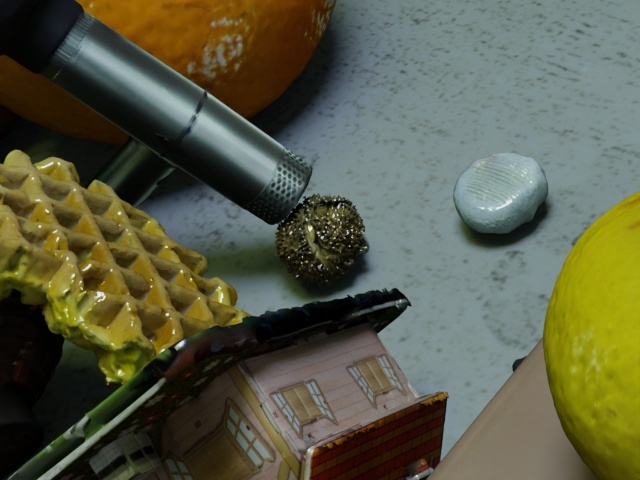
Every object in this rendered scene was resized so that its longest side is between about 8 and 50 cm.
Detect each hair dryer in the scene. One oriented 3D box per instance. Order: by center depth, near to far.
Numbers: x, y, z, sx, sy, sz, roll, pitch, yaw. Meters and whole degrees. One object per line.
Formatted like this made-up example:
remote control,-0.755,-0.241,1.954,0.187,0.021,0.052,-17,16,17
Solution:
hair dryer,-0.212,-0.070,1.165,0.284,0.320,0.156,-38,25,21

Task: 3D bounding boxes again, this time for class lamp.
lamp,-0.315,0.081,1.092,0.246,0.247,0.247,-12,38,10

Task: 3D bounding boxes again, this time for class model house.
model house,-0.033,0.154,0.920,0.207,0.294,0.154,-41,75,25

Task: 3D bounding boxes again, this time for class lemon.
lemon,0.197,0.057,0.725,0.170,0.170,0.207,-18,31,2

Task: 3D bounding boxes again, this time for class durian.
durian,0.000,0.000,1.190,0.080,0.080,0.091,-27,-2,-10

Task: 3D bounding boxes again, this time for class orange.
orange,-0.176,-0.291,1.354,0.423,0.326,0.424,15,42,-14

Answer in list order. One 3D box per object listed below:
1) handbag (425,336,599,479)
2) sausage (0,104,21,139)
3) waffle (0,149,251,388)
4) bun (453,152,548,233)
handbag,0.192,0.191,0.809,0.283,0.149,0.302,15,47,39
sausage,-0.403,-0.138,1.465,0.279,0.152,0.152,-42,43,-23
waffle,-0.163,0.026,1.038,0.253,0.056,0.249,42,21,16
bun,0.149,-0.037,1.185,0.083,0.045,0.083,-13,40,11
